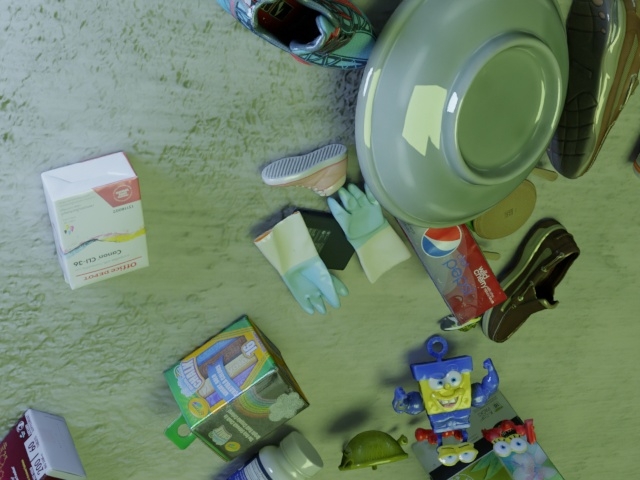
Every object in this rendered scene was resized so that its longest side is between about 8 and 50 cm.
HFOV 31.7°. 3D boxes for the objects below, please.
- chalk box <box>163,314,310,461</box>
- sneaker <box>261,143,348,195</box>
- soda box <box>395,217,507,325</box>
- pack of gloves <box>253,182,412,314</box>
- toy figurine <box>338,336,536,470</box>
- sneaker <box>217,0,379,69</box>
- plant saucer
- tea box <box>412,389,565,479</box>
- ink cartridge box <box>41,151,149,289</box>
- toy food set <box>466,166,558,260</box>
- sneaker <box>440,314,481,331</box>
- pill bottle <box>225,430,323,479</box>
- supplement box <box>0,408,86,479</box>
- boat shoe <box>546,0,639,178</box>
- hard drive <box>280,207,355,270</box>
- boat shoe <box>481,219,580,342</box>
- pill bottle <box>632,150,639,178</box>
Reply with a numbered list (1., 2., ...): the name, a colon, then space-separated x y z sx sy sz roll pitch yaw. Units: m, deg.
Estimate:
1. chalk box: -0.152 0.249 1.786 0.213 0.132 0.132 -34 138 1
2. sneaker: -0.019 -0.088 1.626 0.134 0.051 0.070 -20 130 -21
3. soda box: 0.196 0.008 1.777 0.092 0.083 0.263 -31 125 3
4. pack of gloves: 0.033 0.024 1.726 0.195 0.046 0.232 -33 137 0
5. toy figurine: 0.196 0.282 2.051 0.363 0.191 0.217 -9 95 -1
6. sneaker: -0.017 -0.261 1.420 0.262 0.125 0.104 16 118 -40
7. plant saucer: 0.231 -0.190 1.574 0.400 0.100 0.400 -19 123 -32
8. tea box: 0.386 0.536 2.224 0.220 0.323 0.329 -34 136 -1
9. ink cartridge box: -0.297 -0.011 1.513 0.115 0.067 0.198 -18 135 -18
10. toy food set: 0.298 -0.057 1.857 0.132 0.038 0.192 14 119 -41
11. sneaker: 0.251 0.152 2.016 0.083 0.031 0.035 -13 133 -22
12. pill bottle: -0.090 0.429 1.995 0.187 0.112 0.112 -42 136 8
13. supplement box: -0.469 0.388 1.715 0.073 0.130 0.239 27 109 -44
14. boat shoe: 0.433 -0.235 1.725 0.116 0.123 0.324 -13 134 -24
15. hard drive: 0.000 0.000 1.736 0.135 0.022 0.094 8 122 -36
16. boat shoe: 0.371 0.092 1.982 0.095 0.095 0.257 -4 129 -38
17. pill bottle: 0.597 -0.168 1.905 0.086 0.086 0.152 -2 128 -30
